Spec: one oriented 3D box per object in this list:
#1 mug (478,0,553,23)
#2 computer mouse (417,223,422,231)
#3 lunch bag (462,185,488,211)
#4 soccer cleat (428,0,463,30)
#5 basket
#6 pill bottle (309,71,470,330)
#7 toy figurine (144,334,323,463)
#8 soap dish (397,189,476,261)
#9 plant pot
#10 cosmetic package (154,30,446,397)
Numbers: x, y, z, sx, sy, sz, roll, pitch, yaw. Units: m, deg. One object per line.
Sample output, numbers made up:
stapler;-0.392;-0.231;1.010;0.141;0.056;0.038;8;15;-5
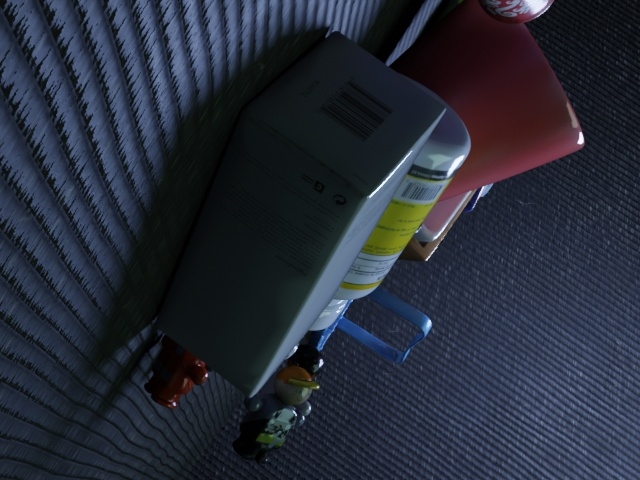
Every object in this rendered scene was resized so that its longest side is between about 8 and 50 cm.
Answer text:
mug;0.211;-0.337;1.327;0.150;0.113;0.169;-20;170;20
computer mouse;0.000;0.000;1.580;0.272;0.188;0.072;-44;-176;6
lunch bag;0.279;-0.269;1.997;0.328;0.239;0.385;-29;137;-77
soccer cleat;0.254;-0.406;1.755;0.289;0.093;0.121;-60;-164;21
basket;0.045;0.106;1.856;0.201;0.289;0.255;-53;175;-22
pill bottle;0.036;-0.046;1.401;0.334;0.188;0.188;-57;174;30
toy figurine;-0.101;0.165;1.388;0.148;0.209;0.213;-58;175;6
soap dish;0.140;-0.123;1.739;0.118;0.229;0.291;-36;-169;48
plant pot;0.208;-0.191;1.542;0.243;0.275;0.275;-31;178;8
cosmetic package;-0.031;-0.017;1.170;0.197;0.155;0.365;-49;172;-45
